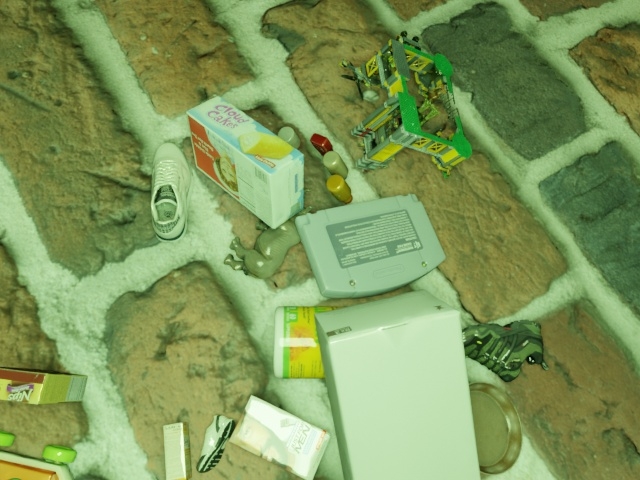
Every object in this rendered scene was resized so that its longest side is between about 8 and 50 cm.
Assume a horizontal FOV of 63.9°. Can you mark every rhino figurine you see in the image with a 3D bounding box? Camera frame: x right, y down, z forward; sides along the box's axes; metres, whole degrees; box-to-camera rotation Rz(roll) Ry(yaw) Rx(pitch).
[{"bbox_3d":[-0.091,-0.020,1.088,0.106,0.073,0.243,33,70,12],"label":"rhino figurine"}]

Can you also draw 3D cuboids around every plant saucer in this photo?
[{"bbox_3d":[0.312,0.358,0.984,0.169,0.029,0.168,10,64,-20],"label":"plant saucer"}]

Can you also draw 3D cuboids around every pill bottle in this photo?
[{"bbox_3d":[0.034,0.195,0.985,0.246,0.136,0.136,1,70,-4],"label":"pill bottle"}]

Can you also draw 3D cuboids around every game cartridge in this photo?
[{"bbox_3d":[0.110,0.014,1.070,0.295,0.060,0.195,-12,67,-24],"label":"game cartridge"}]

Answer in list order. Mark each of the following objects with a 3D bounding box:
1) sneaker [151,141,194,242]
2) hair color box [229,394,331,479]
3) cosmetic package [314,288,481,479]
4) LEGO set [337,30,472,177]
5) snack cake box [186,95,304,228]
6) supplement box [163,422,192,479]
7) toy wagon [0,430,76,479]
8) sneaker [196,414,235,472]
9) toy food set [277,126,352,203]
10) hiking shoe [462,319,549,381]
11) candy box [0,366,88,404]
[{"bbox_3d":[-0.321,-0.116,1.094,0.090,0.094,0.234,-7,69,-5],"label":"sneaker"},{"bbox_3d":[-0.074,0.368,0.958,0.167,0.053,0.093,24,71,5],"label":"hair color box"},{"bbox_3d":[0.131,0.297,0.863,0.218,0.156,0.384,-10,98,-8],"label":"cosmetic package"},{"bbox_3d":[0.184,-0.283,1.181,0.255,0.192,0.331,-1,71,-36],"label":"LEGO set"},{"bbox_3d":[-0.154,-0.162,1.053,0.264,0.152,0.089,38,59,26],"label":"snack cake box"},{"bbox_3d":[-0.259,0.385,0.932,0.036,0.062,0.098,-7,72,-6],"label":"supplement box"},{"bbox_3d":[-0.513,0.486,0.872,0.345,0.068,0.267,13,70,1],"label":"toy wagon"},{"bbox_3d":[-0.201,0.378,0.958,0.044,0.040,0.109,19,72,32],"label":"sneaker"},{"bbox_3d":[-0.021,-0.172,1.154,0.232,0.104,0.111,25,83,23],"label":"toy food set"},{"bbox_3d":[0.348,0.226,1.025,0.227,0.086,0.114,-7,67,-8],"label":"hiking shoe"},{"bbox_3d":[-0.498,0.252,0.895,0.109,0.186,0.053,8,73,-2],"label":"candy box"}]
